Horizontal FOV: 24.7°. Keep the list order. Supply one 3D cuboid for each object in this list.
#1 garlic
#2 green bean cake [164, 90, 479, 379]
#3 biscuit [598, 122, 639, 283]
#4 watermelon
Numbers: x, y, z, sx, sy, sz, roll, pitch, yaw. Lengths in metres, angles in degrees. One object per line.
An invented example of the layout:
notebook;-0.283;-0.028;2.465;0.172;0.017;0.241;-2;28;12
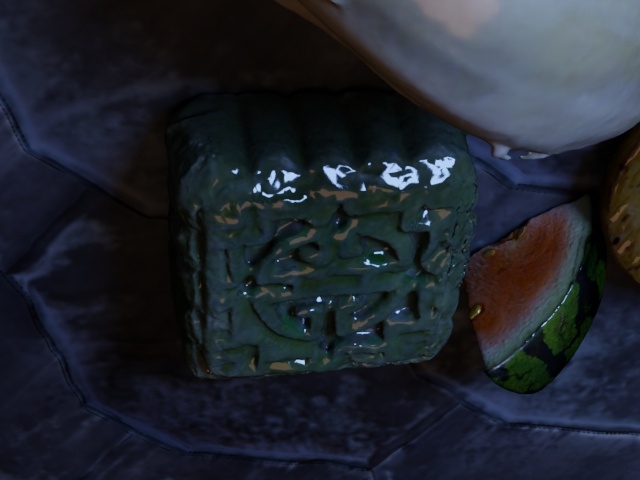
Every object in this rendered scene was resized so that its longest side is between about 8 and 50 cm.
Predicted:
garlic;0.082;-0.189;0.680;0.313;0.286;0.249;21;172;-17
green bean cake;0.000;0.000;0.904;0.185;0.094;0.183;-4;132;-9
biscuit;0.265;-0.038;0.926;0.187;0.027;0.188;-7;129;-9
watermelon;0.130;0.038;0.955;0.094;0.135;0.125;31;135;15
